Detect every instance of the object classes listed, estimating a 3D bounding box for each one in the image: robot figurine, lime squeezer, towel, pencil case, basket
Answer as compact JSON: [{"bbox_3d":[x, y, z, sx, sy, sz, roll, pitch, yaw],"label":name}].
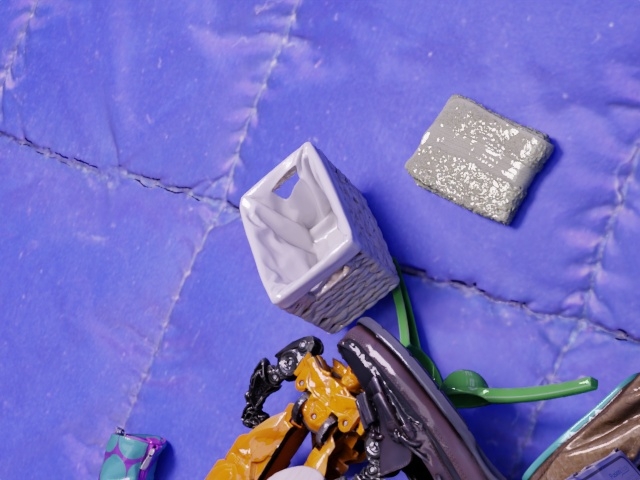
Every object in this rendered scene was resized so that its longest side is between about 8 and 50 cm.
[{"bbox_3d":[-0.027,0.243,1.278,0.211,0.085,0.291,39,98,38],"label":"robot figurine"},{"bbox_3d":[0.137,0.121,1.221,0.110,0.059,0.310,-49,38,-8],"label":"lime squeezer"},{"bbox_3d":[0.163,-0.085,1.302,0.148,0.027,0.110,32,94,39],"label":"towel"},{"bbox_3d":[-0.222,0.291,1.412,0.070,0.064,0.152,-2,72,52],"label":"pencil case"},{"bbox_3d":[0.000,0.000,1.321,0.113,0.103,0.167,-39,43,17],"label":"basket"}]

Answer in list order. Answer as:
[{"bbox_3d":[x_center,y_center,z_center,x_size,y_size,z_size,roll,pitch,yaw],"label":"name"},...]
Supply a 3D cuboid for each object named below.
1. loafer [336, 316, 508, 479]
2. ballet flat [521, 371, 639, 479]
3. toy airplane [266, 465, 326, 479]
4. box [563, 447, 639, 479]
[{"bbox_3d":[0.100,0.206,1.129,0.095,0.109,0.302,-36,73,-11],"label":"loafer"},{"bbox_3d":[0.311,0.131,1.057,0.124,0.116,0.342,43,107,25],"label":"ballet flat"},{"bbox_3d":[-0.136,0.399,1.075,0.384,0.272,0.386,-13,56,-2],"label":"toy airplane"},{"bbox_3d":[0.267,0.308,0.941,0.290,0.169,0.087,49,118,19],"label":"box"}]
